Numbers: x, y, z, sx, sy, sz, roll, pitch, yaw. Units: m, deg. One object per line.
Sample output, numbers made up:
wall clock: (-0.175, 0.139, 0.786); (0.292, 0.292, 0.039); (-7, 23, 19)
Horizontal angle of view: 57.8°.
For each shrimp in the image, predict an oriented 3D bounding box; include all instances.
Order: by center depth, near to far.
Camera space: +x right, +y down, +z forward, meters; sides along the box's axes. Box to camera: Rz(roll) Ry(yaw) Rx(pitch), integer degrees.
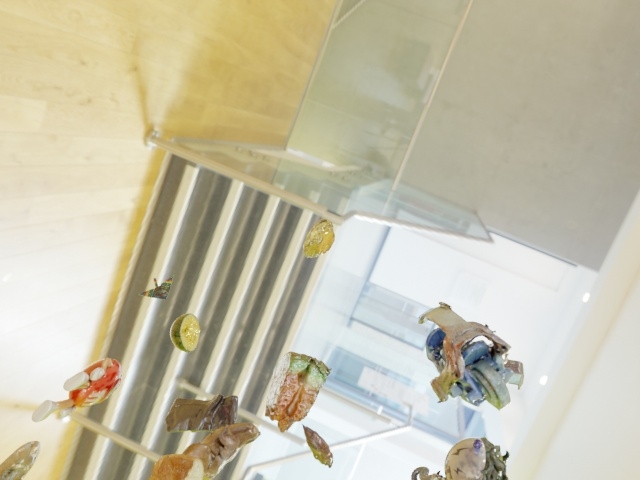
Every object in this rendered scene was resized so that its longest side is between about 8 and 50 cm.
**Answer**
shrimp: (-0.875, 0.656, 1.592); (0.254, 0.059, 0.145); (-42, 165, -41)

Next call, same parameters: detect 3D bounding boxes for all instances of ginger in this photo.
ginger: (-0.282, 0.567, 1.564); (0.133, 0.107, 0.309); (-57, 164, 7)

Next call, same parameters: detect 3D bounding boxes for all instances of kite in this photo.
kite: (-0.507, 0.154, 1.817); (0.004, 0.122, 0.090); (49, -20, 56)

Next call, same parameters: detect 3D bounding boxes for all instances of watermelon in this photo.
watermelon: (-0.371, 0.250, 1.572); (0.105, 0.062, 0.105); (-4, 90, -70)

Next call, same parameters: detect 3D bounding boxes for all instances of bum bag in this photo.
bum bag: (-0.374, 0.552, 1.836); (0.060, 0.248, 0.123); (58, 32, -43)

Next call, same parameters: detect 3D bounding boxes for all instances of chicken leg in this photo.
chicken leg: (-0.006, 0.791, 2.212); (0.063, 0.105, 0.234); (-48, 133, -30)

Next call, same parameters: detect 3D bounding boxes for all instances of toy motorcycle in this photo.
toy motorcycle: (0.336, 0.259, 1.332); (0.319, 0.182, 0.241); (117, -30, -79)

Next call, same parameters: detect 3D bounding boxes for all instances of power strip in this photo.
power strip: (0.504, 0.379, 1.767); (0.145, 0.215, 0.061); (-45, 141, -66)

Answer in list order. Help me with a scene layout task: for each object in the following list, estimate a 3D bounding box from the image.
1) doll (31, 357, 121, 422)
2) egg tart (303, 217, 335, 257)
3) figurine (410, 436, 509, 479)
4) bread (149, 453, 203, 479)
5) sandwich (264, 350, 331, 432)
doll: (-0.528, 0.335, 1.316); (0.183, 0.085, 0.217); (-44, 173, 7)
egg tart: (0.000, 0.000, 1.663); (0.130, 0.052, 0.130); (-39, 148, -30)
figurine: (0.441, 0.758, 1.809); (0.261, 0.186, 0.382); (-96, -151, -51)
bread: (-0.252, 0.418, 1.013); (0.077, 0.070, 0.083); (-68, 163, -47)
sandwich: (-0.076, 0.399, 1.571); (0.212, 0.109, 0.292); (-65, -175, -7)
